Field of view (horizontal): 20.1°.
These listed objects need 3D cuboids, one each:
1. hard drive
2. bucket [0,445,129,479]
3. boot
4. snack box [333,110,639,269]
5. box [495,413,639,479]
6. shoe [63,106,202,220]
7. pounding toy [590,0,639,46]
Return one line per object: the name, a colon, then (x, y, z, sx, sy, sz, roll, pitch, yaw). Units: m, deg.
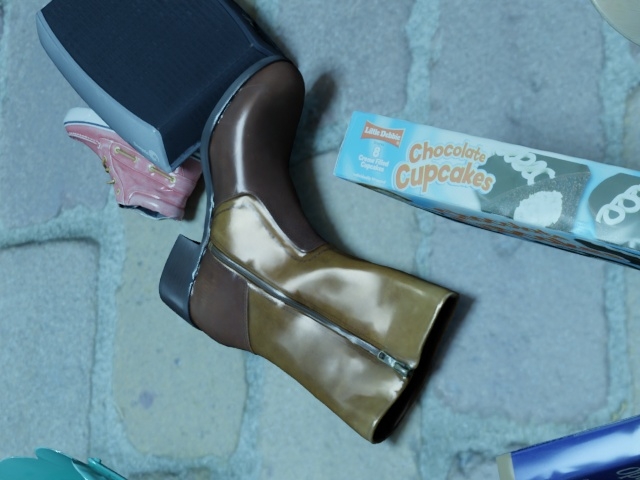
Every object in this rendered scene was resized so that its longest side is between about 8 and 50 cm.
hard drive: (-0.161, -0.191, 1.726, 0.172, 0.054, 0.254, -42, 52, -5)
bucket: (-0.199, 0.331, 1.541, 0.281, 0.183, 0.281, -24, 56, 40)
boot: (0.000, 0.000, 1.562, 0.280, 0.096, 0.264, 28, 95, 37)
snack box: (0.190, -0.024, 1.366, 0.322, 0.187, 0.060, 16, 88, 39)
box: (0.257, 0.150, 1.301, 0.225, 0.136, 0.036, -23, 64, 31)
shoe: (-0.190, -0.073, 1.743, 0.178, 0.063, 0.081, 16, 82, 34)
pounding toy: (0.308, -0.208, 1.398, 0.183, 0.110, 0.237, -45, 85, 6)
